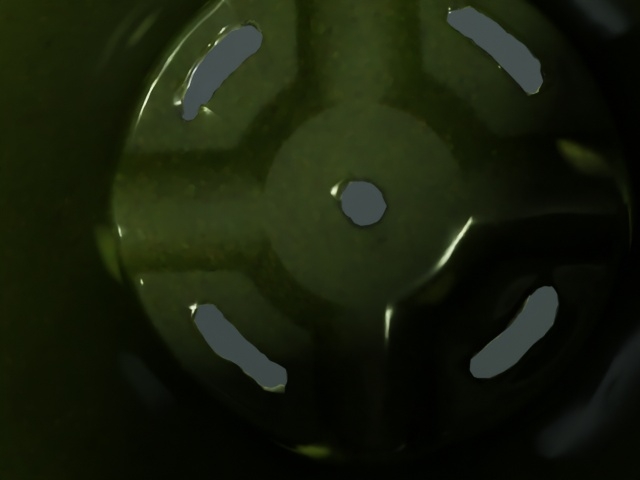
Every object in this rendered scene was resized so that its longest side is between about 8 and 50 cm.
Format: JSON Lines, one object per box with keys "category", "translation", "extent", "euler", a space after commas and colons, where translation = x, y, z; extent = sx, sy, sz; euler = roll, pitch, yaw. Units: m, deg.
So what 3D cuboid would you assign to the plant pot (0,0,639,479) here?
{"category": "plant pot", "translation": [0.000, 0.000, 0.447], "extent": [0.276, 0.276, 0.254], "euler": [49, 10, 2]}
